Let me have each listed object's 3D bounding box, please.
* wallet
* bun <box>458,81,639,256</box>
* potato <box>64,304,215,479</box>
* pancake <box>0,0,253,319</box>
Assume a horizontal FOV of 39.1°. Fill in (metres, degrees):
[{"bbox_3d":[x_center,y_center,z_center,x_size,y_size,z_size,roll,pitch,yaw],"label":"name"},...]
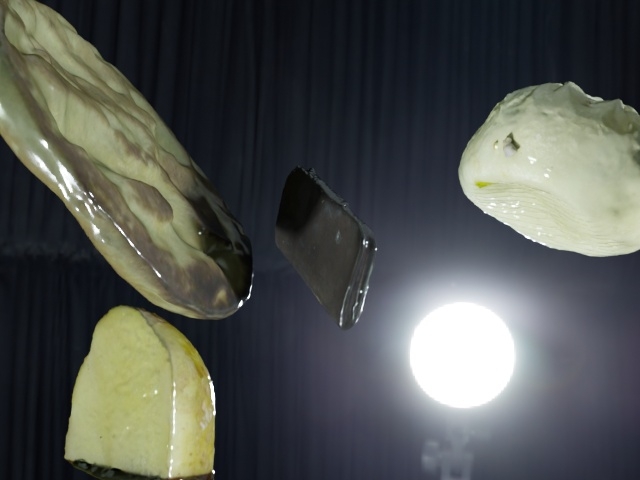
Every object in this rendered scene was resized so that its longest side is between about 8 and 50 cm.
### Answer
[{"bbox_3d":[0.000,0.000,0.701,0.018,0.082,0.157,7,-161,-26],"label":"wallet"},{"bbox_3d":[0.293,-0.089,1.048,0.259,0.160,0.259,29,170,6],"label":"bun"},{"bbox_3d":[-0.095,0.093,0.540,0.096,0.103,0.066,9,179,36],"label":"potato"},{"bbox_3d":[-0.151,-0.062,0.679,0.049,0.294,0.294,-36,166,9],"label":"pancake"}]
